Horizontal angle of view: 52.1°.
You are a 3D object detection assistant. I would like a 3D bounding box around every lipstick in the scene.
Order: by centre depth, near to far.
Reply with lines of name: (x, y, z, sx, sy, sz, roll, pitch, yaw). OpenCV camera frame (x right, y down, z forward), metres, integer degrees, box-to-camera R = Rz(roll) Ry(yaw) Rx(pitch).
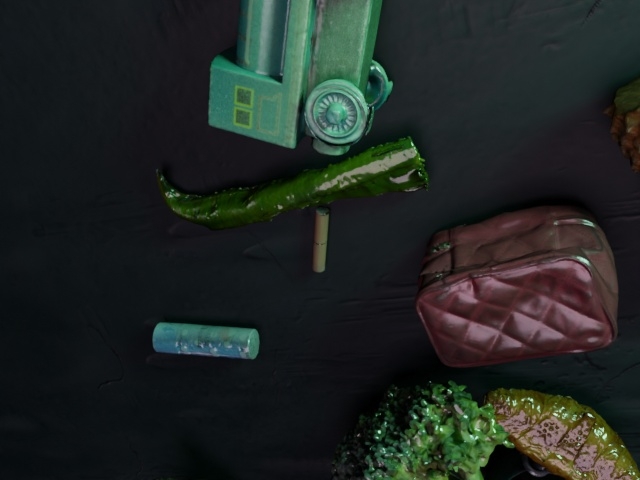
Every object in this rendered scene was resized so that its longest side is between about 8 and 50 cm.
lipstick: (0.000, 0.000, 0.865, 0.018, 0.019, 0.094, 11, 125, 9)
lipstick: (-0.174, 0.153, 0.997, 0.157, 0.048, 0.048, 2, 123, 14)

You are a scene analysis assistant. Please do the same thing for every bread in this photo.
bread: (0.333, 0.267, 0.907, 0.233, 0.076, 0.105, 29, 98, 12)

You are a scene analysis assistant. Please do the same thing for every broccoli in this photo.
broccoli: (0.180, 0.414, 0.946, 0.397, 0.275, 0.353, 42, 157, -13)

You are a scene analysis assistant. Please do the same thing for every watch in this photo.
watch: (0.355, 0.382, 0.992, 0.193, 0.068, 0.206, -36, 111, 28)

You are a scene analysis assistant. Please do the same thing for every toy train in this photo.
toy train: (-0.015, -0.231, 0.659, 0.194, 0.120, 0.298, 17, 126, 10)

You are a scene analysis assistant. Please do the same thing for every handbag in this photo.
handbag: (0.227, 0.053, 0.769, 0.225, 0.135, 0.146, -16, 118, 29)

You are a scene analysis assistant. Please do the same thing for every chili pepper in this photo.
chili pepper: (-0.047, -0.064, 0.809, 0.358, 0.077, 0.085, -7, 146, 19)

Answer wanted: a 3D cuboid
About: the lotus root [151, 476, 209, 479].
lotus root: (-0.221, 0.527, 1.178, 0.182, 0.183, 0.310, -5, 121, 19)

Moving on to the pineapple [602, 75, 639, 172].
pineapple: (0.384, -0.041, 0.674, 0.130, 0.119, 0.277, -31, 113, 10)
